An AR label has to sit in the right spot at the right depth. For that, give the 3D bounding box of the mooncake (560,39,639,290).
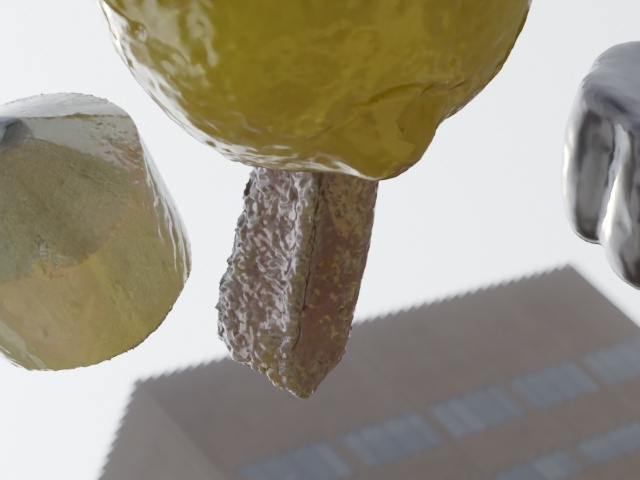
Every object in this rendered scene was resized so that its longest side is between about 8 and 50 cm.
[{"bbox_3d":[0.350,-0.057,1.686,0.306,0.306,0.154,-17,-52,-40],"label":"mooncake"}]

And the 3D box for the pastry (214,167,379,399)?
[{"bbox_3d":[-0.009,-0.009,1.445,0.103,0.112,0.265,-25,-37,-51],"label":"pastry"}]

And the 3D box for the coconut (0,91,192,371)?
[{"bbox_3d":[-0.249,-0.017,1.759,0.239,0.239,0.244,-41,-40,-8],"label":"coconut"}]

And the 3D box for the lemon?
[{"bbox_3d":[-0.009,-0.161,0.971,0.233,0.288,0.233,-15,-18,-5],"label":"lemon"}]
